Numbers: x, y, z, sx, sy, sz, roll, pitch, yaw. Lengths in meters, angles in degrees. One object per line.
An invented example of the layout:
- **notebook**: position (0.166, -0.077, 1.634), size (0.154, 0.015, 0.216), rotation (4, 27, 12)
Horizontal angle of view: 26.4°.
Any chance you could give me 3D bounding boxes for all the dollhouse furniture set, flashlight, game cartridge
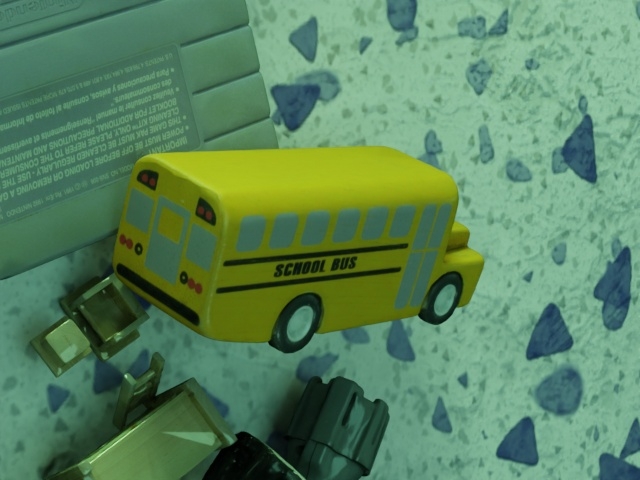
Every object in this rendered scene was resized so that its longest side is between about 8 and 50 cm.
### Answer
- **dollhouse furniture set**: position (-0.190, 0.141, 0.994), size (0.182, 0.101, 0.161), rotation (-36, 92, -31)
- **flashlight**: position (-0.029, 0.268, 1.124), size (0.103, 0.103, 0.304), rotation (35, 68, -29)
- **game cartridge**: position (-0.197, -0.104, 0.959), size (0.355, 0.068, 0.230), rotation (-25, 115, -36)

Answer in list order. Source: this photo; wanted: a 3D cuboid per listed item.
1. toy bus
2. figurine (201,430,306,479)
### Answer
- **toy bus**: position (0.000, 0.000, 1.060), size (0.333, 0.108, 0.130), rotation (-6, 117, -48)
- **figurine**: position (-0.047, 0.290, 1.018), size (0.215, 0.092, 0.209), rotation (43, 79, -9)
